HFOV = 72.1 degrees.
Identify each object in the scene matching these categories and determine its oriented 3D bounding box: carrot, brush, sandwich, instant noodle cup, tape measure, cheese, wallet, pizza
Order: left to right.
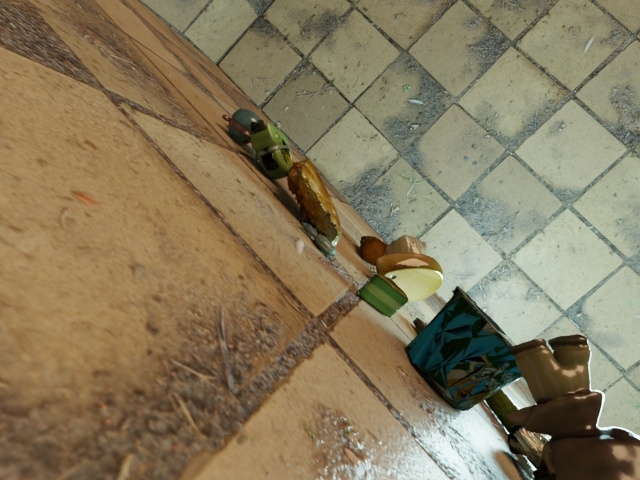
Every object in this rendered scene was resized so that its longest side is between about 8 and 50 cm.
[{"bbox_3d":[-0.138,-0.258,1.302,0.177,0.087,0.154,-3,78,-72],"label":"tape measure"},{"bbox_3d":[-0.033,-0.127,1.209,0.226,0.086,0.335,43,23,-51],"label":"pizza"},{"bbox_3d":[0.000,0.000,1.087,0.120,0.026,0.067,48,9,15],"label":"cheese"},{"bbox_3d":[0.184,0.028,1.614,0.102,0.102,0.263,45,4,-4],"label":"carrot"},{"bbox_3d":[0.147,0.130,1.026,0.074,0.074,0.116,49,11,23],"label":"sandwich"},{"bbox_3d":[0.259,0.077,1.395,0.267,0.174,0.166,22,34,-40],"label":"brush"},{"bbox_3d":[0.321,0.286,1.231,0.118,0.039,0.152,43,11,-28],"label":"wallet"},{"bbox_3d":[0.313,0.242,0.952,0.240,0.178,0.240,44,10,-10],"label":"instant noodle cup"},{"bbox_3d":[0.503,0.465,1.175,0.074,0.074,0.358,40,8,-29],"label":"carrot"}]

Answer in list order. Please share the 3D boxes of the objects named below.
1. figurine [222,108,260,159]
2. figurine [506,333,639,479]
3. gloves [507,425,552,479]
[{"bbox_3d":[-0.217,-0.353,1.411,0.205,0.103,0.260,49,12,18],"label":"figurine"},{"bbox_3d":[0.443,0.342,0.712,0.248,0.203,0.380,0,59,-21],"label":"figurine"},{"bbox_3d":[0.517,0.499,0.879,0.210,0.135,0.312,44,11,-40],"label":"gloves"}]
